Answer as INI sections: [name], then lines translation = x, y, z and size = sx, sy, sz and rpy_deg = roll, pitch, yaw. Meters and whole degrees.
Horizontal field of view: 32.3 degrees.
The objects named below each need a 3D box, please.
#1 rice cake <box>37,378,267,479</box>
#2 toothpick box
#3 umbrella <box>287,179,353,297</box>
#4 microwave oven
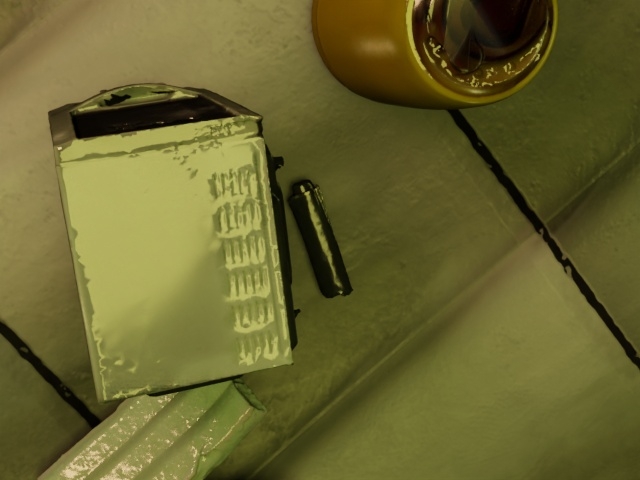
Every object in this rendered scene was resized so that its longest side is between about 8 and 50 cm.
[rice cake]
translation = -0.172, 0.213, 1.119
size = 0.237, 0.043, 0.127
rpy_deg = -42, 64, -2
[toothpick box]
translation = 0.103, -0.203, 1.010
size = 0.175, 0.271, 0.175
rpy_deg = -3, 103, -13
[umbrella]
translation = -0.002, 0.000, 1.154
size = 0.036, 0.031, 0.133
rpy_deg = -21, 105, -11
[microwave oven]
translation = -0.133, -0.016, 0.978
size = 0.181, 0.295, 0.238
rpy_deg = -11, 104, -13
